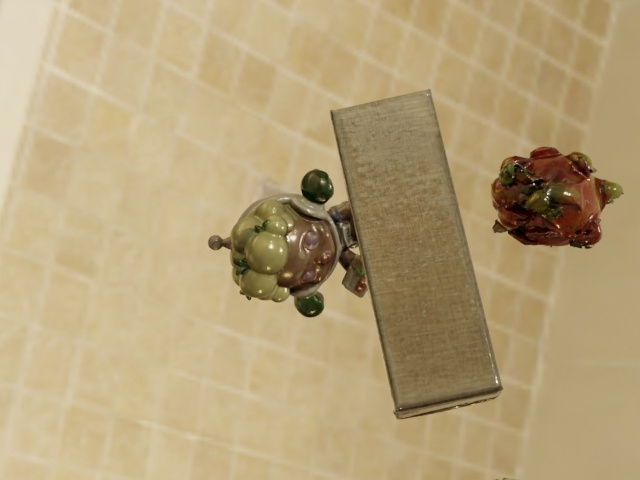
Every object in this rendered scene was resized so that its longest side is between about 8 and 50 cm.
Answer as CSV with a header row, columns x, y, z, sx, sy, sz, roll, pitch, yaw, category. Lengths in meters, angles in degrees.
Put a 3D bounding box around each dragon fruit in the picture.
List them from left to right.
x,y,z,sx,sy,sz,roll,pitch,yaw,category
0.267,-0.046,1.855,0.142,0.138,0.175,-48,155,13,dragon fruit

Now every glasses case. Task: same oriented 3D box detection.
x,y,z,sx,sy,sz,roll,pitch,yaw,category
0.060,0.008,1.015,0.047,0.071,0.205,77,1,-74,glasses case

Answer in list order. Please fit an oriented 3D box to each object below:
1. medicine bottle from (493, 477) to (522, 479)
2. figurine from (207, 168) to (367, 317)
x,y,z,sx,sy,sz,roll,pitch,yaw,category
0.200,0.259,1.036,0.152,0.254,0.152,-13,111,-38,medicine bottle
0.000,0.001,1.409,0.197,0.093,0.147,-9,120,-24,figurine
